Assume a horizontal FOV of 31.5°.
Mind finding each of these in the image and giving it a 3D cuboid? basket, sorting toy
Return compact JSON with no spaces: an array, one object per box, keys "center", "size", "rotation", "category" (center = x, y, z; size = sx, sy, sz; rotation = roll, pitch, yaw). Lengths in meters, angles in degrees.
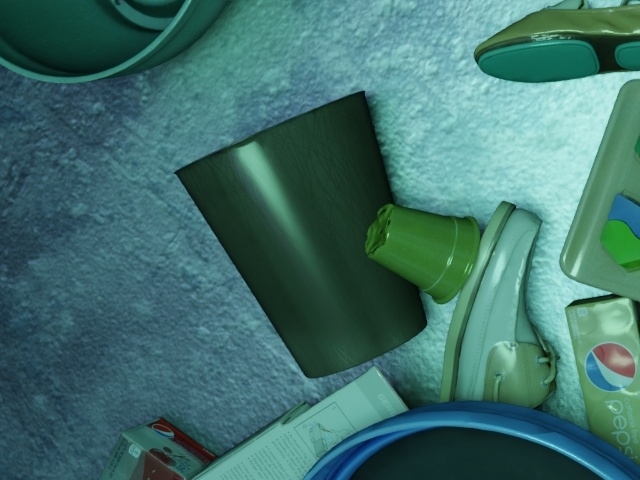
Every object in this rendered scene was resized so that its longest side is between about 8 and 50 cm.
[{"center":[0.000,0.000,1.067],"size":[0.154,0.204,0.227],"rotation":[-17,98,61],"category":"basket"},{"center":[0.315,-0.035,0.953],"size":[0.208,0.038,0.193],"rotation":[19,89,42],"category":"sorting toy"}]

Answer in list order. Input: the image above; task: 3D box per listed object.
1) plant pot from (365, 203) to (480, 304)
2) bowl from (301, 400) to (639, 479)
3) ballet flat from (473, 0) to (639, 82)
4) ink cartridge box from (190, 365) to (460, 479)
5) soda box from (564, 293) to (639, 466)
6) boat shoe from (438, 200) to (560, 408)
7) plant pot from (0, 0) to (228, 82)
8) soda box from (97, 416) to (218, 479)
[{"center":[0.084,0.004,0.996],"size":[0.079,0.083,0.083],"rotation":[21,103,-16],"category":"plant pot"},{"center":[0.146,0.316,0.962],"size":[0.391,0.077,0.391],"rotation":[8,110,22],"category":"bowl"},{"center":[0.254,-0.185,1.011],"size":[0.232,0.080,0.073],"rotation":[1,67,18],"category":"ballet flat"},{"center":[0.055,0.284,1.075],"size":[0.261,0.066,0.296],"rotation":[-36,89,29],"category":"ink cartridge box"},{"center":[0.272,0.140,1.025],"size":[0.061,0.058,0.181],"rotation":[-12,89,21],"category":"soda box"},{"center":[0.167,0.115,1.042],"size":[0.103,0.113,0.302],"rotation":[17,110,18],"category":"boat shoe"},{"center":[-0.191,-0.294,1.094],"size":[0.293,0.196,0.293],"rotation":[2,95,21],"category":"plant pot"},{"center":[-0.210,0.325,1.208],"size":[0.092,0.083,0.263],"rotation":[32,105,16],"category":"soda box"}]
